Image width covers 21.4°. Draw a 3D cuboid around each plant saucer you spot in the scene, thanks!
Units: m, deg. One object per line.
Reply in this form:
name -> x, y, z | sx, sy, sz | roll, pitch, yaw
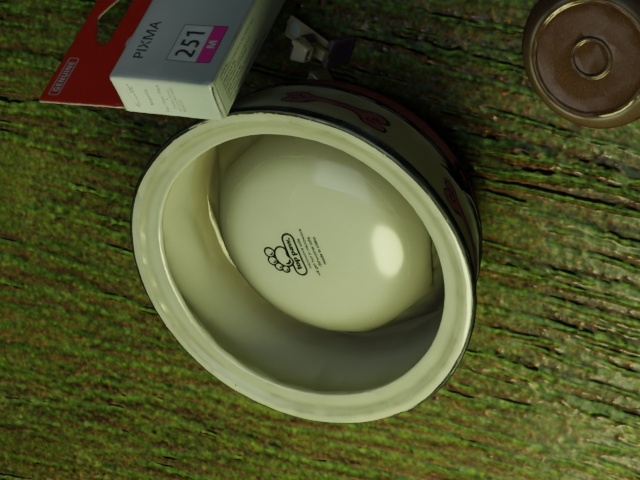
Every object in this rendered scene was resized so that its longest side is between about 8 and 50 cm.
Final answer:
plant saucer -> 0.291, -0.197, 1.803 | 0.168, 0.029, 0.168 | 9, 111, 23

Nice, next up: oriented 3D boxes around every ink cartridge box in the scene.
ink cartridge box -> -0.165, -0.259, 1.868 | 0.239, 0.275, 0.060 | 8, 144, 24

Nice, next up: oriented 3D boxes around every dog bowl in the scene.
dog bowl -> 0.000, 0.000, 1.911 | 0.408, 0.150, 0.408 | 12, 126, 17

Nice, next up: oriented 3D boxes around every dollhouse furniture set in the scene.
dollhouse furniture set -> -0.033, -0.197, 1.938 | 0.081, 0.091, 0.114 | 37, 124, 27
